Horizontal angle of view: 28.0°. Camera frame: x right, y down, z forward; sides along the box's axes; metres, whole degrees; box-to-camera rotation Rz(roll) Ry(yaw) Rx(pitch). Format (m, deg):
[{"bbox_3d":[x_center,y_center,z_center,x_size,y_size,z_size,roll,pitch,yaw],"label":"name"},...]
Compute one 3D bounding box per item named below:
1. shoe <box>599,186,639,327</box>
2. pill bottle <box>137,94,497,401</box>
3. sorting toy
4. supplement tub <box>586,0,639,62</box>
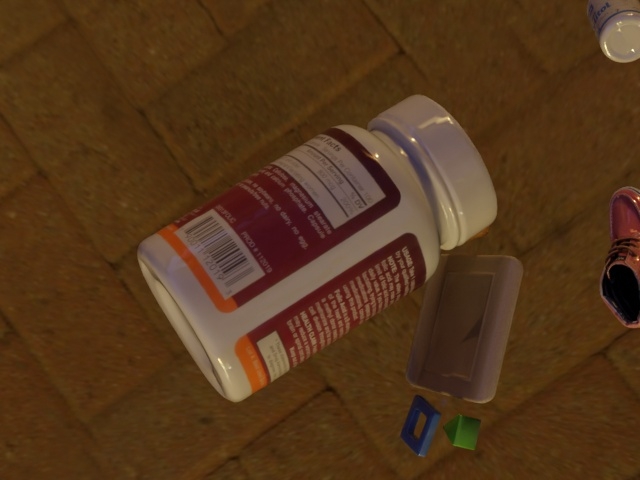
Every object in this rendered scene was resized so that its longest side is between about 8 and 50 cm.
[{"bbox_3d":[0.341,0.017,1.399,0.063,0.081,0.178,-32,60,39],"label":"shoe"},{"bbox_3d":[0.000,0.000,1.534,0.392,0.224,0.224,-32,81,-13],"label":"pill bottle"},{"bbox_3d":[0.188,0.107,1.615,0.047,0.196,0.348,16,85,-23],"label":"sorting toy"},{"bbox_3d":[0.393,-0.287,1.688,0.071,0.107,0.071,-1,124,-1],"label":"supplement tub"}]
